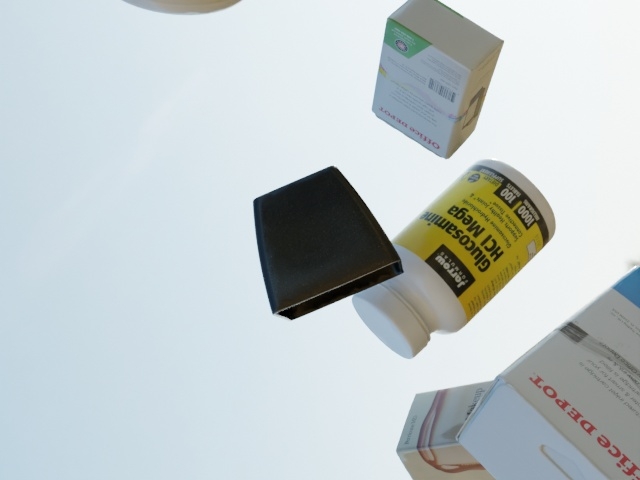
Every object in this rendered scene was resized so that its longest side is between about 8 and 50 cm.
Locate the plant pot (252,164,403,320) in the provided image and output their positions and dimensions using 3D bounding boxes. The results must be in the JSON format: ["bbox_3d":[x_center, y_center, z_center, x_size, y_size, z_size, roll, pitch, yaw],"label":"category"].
[{"bbox_3d":[0.000,0.000,1.467,0.188,0.187,0.167,52,-164,-80],"label":"plant pot"}]

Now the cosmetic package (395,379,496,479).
[{"bbox_3d":[0.292,0.316,1.672,0.129,0.296,0.153,58,-147,-24],"label":"cosmetic package"}]

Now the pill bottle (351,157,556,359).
[{"bbox_3d":[0.217,0.033,1.703,0.334,0.188,0.188,-43,-31,-15],"label":"pill bottle"}]

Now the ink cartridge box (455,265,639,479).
[{"bbox_3d":[0.337,0.193,1.143,0.307,0.223,0.129,-28,-27,-40],"label":"ink cartridge box"}]

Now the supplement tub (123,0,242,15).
[{"bbox_3d":[-0.150,-0.401,1.109,0.191,0.191,0.272,-49,-23,-46],"label":"supplement tub"}]

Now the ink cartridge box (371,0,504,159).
[{"bbox_3d":[0.171,-0.246,1.555,0.093,0.154,0.212,-45,-20,-29],"label":"ink cartridge box"}]
